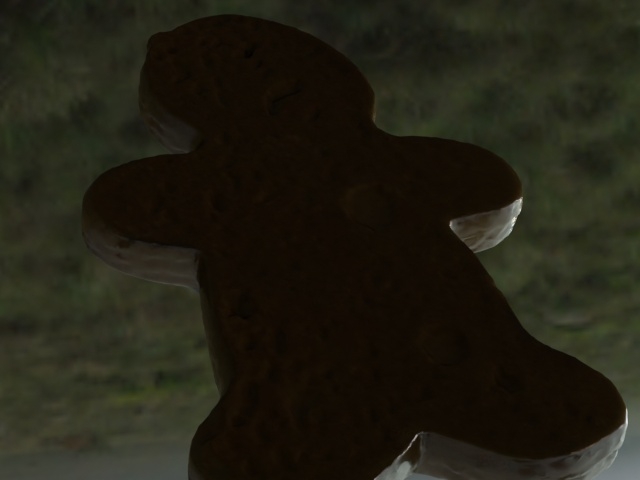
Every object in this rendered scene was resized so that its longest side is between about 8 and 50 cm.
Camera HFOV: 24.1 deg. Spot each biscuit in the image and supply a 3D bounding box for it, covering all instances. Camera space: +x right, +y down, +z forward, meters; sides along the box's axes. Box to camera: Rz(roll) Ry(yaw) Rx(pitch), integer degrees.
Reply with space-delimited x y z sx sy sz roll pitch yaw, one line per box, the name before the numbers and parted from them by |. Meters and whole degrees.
biscuit | 0.000 0.000 0.445 0.138 0.205 0.031 -7 136 -22
